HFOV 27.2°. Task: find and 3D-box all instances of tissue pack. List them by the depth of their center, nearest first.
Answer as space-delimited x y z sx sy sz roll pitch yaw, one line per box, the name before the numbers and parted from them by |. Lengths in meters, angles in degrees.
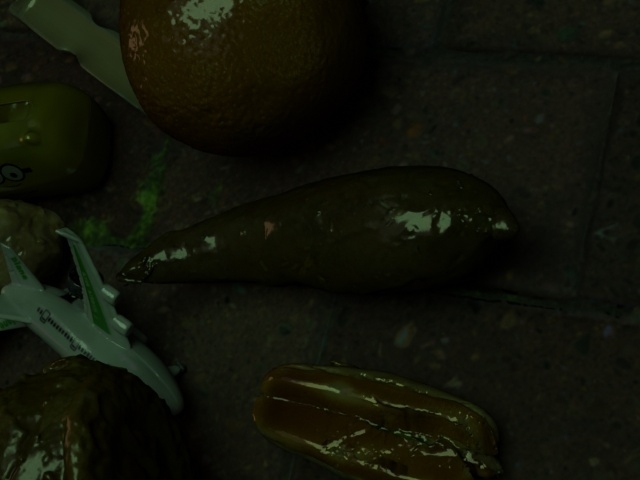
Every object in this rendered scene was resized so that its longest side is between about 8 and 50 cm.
tissue pack | -0.339 -0.115 1.511 0.178 0.127 0.123 -6 67 23

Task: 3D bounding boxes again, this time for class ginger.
ginger | -0.353 0.044 1.476 0.122 0.115 0.193 3 82 12

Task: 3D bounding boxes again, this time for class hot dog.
hot dog | 0.049 0.177 1.252 0.269 0.072 0.109 15 77 27

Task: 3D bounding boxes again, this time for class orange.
orange | -0.075 -0.215 1.360 0.264 0.264 0.264 -9 68 22

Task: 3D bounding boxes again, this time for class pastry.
pastry | -0.211 0.226 1.224 0.132 0.235 0.240 -17 93 16

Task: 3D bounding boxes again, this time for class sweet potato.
sweet potato | 0.000 -0.002 1.308 0.422 0.130 0.131 -5 69 25

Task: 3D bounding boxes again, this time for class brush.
brush | -0.257 -0.222 1.558 0.321 0.050 0.060 37 92 33

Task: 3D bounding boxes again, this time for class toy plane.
toy plane | -0.240 0.104 1.388 0.255 0.101 0.251 30 126 15

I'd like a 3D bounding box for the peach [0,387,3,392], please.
peach | -0.377 0.281 1.300 0.281 0.281 0.338 -32 68 12
